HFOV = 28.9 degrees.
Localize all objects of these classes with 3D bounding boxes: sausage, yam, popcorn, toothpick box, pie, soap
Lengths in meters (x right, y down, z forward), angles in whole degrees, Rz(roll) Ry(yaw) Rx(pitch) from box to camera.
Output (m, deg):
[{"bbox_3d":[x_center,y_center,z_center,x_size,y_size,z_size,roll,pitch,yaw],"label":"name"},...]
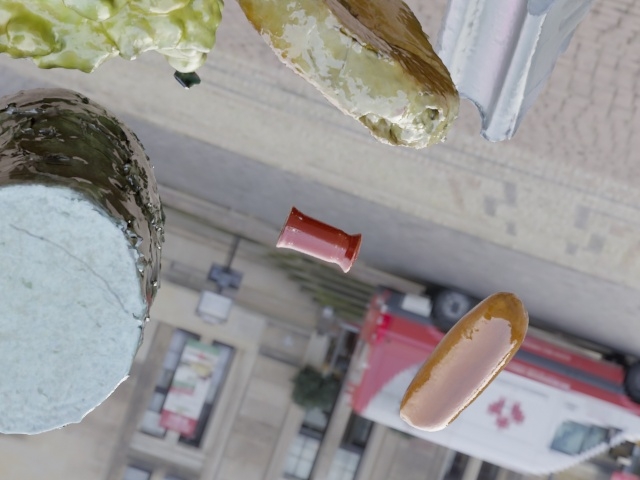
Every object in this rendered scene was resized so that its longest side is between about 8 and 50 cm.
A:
[{"bbox_3d":[0.196,0.164,1.673,0.098,0.238,0.098,30,-159,-13],"label":"sausage"},{"bbox_3d":[-0.250,0.008,1.087,0.241,0.241,0.348,21,-166,-16],"label":"yam"},{"bbox_3d":[-0.201,-0.270,1.138,0.293,0.237,0.293,26,-146,-19],"label":"popcorn"},{"bbox_3d":[0.000,0.000,1.282,0.083,0.047,0.047,22,175,-4],"label":"toothpick box"},{"bbox_3d":[0.021,-0.235,1.311,0.339,0.083,0.339,38,-154,-23],"label":"pie"},{"bbox_3d":[0.282,-0.329,1.684,0.159,0.258,0.302,32,146,13],"label":"soap"}]
